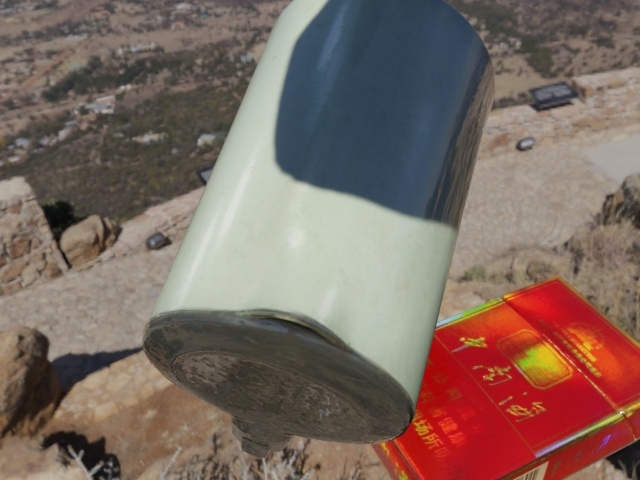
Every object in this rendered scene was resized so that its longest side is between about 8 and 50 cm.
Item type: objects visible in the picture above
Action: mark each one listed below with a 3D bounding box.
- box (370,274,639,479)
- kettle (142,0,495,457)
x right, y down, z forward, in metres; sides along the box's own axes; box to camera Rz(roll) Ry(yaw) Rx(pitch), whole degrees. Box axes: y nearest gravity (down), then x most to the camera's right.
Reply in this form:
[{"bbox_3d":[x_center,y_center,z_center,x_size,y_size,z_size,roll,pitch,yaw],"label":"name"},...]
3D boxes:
[{"bbox_3d":[0.206,0.170,0.690,0.313,0.089,0.197,-17,40,-19],"label":"box"},{"bbox_3d":[0.000,0.000,0.618,0.250,0.361,0.376,20,57,-3],"label":"kettle"}]
